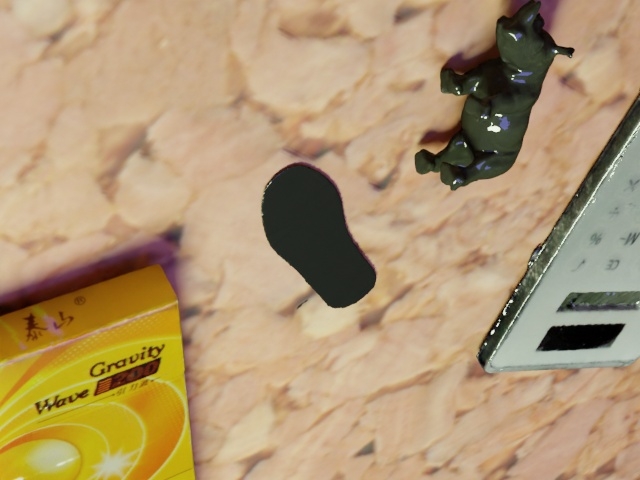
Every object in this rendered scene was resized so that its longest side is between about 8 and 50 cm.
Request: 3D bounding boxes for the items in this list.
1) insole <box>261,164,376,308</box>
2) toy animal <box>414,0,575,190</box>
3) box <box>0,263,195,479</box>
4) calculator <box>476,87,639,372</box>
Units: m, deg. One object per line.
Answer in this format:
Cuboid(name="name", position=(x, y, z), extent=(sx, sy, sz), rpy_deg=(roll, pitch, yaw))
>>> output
Cuboid(name="insole", position=(0.000, 0.000, 1.048), extent=(0.053, 0.002, 0.152), rpy_deg=(-34, 143, 2))
Cuboid(name="toy animal", position=(0.105, -0.087, 0.991), extent=(0.065, 0.047, 0.135), rpy_deg=(-14, 138, -31))
Cuboid(name="box", position=(-0.155, 0.132, 1.052), extent=(0.152, 0.043, 0.269), rpy_deg=(-19, 141, -17))
Cuboid(name="calculator", position=(0.222, -0.001, 1.190), extent=(0.161, 0.021, 0.261), rpy_deg=(-1, 132, -35))
